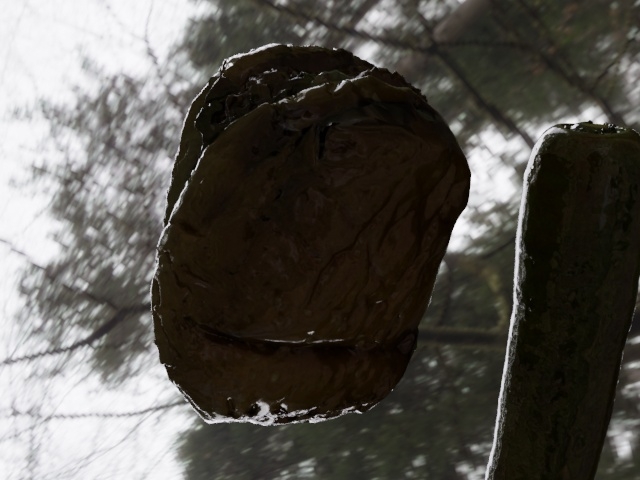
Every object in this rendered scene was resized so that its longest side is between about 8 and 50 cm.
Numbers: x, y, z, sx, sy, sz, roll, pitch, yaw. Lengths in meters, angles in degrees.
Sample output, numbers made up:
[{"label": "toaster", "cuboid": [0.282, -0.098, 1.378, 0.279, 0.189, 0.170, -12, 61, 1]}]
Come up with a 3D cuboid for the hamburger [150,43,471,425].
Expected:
[{"label": "hamburger", "cuboid": [0.000, 0.000, 0.847, 0.183, 0.130, 0.206, 8, -86, -50]}]

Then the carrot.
[{"label": "carrot", "cuboid": [0.130, 0.108, 0.922, 0.074, 0.074, 0.359, 4, -76, -15]}]
